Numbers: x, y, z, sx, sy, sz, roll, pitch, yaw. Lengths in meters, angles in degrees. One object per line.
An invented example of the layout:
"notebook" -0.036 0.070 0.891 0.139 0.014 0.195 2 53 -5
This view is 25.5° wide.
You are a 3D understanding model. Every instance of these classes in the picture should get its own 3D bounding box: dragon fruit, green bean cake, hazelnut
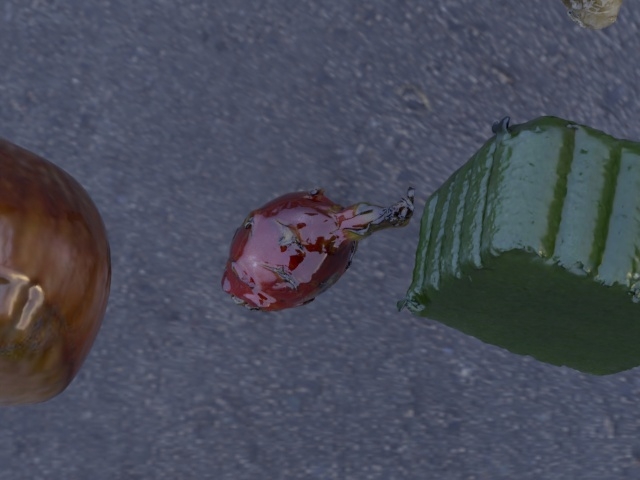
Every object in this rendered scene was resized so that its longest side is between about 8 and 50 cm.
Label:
"dragon fruit" 0.000 0.000 1.517 0.246 0.125 0.125 -22 68 34
"green bean cake" 0.229 0.011 1.296 0.247 0.250 0.156 18 69 -12
"hazelnut" -0.255 0.017 1.029 0.176 0.214 0.214 -24 72 44

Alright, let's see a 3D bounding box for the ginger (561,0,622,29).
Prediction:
"ginger" 0.294 -0.386 1.498 0.148 0.081 0.334 41 138 29
